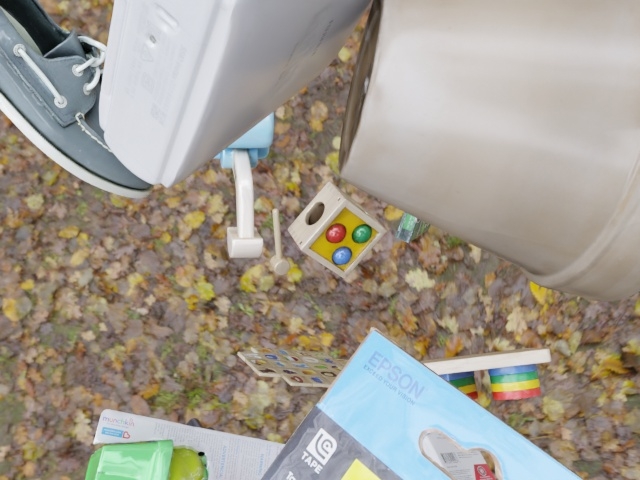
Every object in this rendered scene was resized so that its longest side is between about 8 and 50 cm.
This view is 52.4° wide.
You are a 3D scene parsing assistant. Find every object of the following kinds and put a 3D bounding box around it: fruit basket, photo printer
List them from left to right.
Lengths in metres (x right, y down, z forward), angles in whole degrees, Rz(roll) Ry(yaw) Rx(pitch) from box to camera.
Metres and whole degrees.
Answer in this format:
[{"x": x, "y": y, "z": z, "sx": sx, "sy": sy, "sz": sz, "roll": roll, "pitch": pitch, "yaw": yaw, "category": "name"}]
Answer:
[{"x": -0.227, "y": 0.474, "z": 1.075, "sx": 0.165, "sy": 0.353, "sz": 0.327, "roll": -34, "pitch": 43, "yaw": 47, "category": "fruit basket"}, {"x": -0.046, "y": -0.210, "z": 0.586, "sx": 0.107, "sy": 0.256, "sz": 0.307, "roll": 42, "pitch": 52, "yaw": 2, "category": "photo printer"}]

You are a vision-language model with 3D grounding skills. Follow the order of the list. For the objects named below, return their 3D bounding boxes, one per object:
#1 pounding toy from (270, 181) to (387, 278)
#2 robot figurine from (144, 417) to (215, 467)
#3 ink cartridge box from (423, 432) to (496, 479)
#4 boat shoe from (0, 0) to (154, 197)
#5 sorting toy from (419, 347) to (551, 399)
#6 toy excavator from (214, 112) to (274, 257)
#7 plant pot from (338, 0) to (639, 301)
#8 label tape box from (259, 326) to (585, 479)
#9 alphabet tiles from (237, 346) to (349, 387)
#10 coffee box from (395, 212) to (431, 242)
[{"x": -0.010, "y": 0.000, "z": 1.238, "sx": 0.206, "sy": 0.181, "sz": 0.094, "roll": -49, "pitch": 36, "yaw": 9, "category": "pounding toy"}, {"x": -0.381, "y": 0.615, "z": 1.719, "sx": 0.209, "sy": 0.173, "sz": 0.278, "roll": 38, "pitch": 83, "yaw": 9, "category": "robot figurine"}, {"x": 0.324, "y": 0.572, "z": 1.771, "sx": 0.114, "sy": 0.197, "sz": 0.273, "roll": -51, "pitch": 46, "yaw": 29, "category": "ink cartridge box"}, {"x": -0.259, "y": -0.165, "z": 0.632, "sx": 0.099, "sy": 0.319, "sz": 0.116, "roll": -36, "pitch": 34, "yaw": 12, "category": "boat shoe"}, {"x": 0.307, "y": 0.273, "z": 1.286, "sx": 0.257, "sy": 0.255, "sz": 0.089, "roll": -8, "pitch": 80, "yaw": 8, "category": "sorting toy"}, {"x": -0.211, "y": -0.236, "z": 1.685, "sx": 0.222, "sy": 0.433, "sz": 0.445, "roll": 0, "pitch": 39, "yaw": -13, "category": "toy excavator"}, {"x": 0.173, "y": -0.126, "z": 0.631, "sx": 0.280, "sy": 0.323, "sz": 0.323, "roll": 12, "pitch": 76, "yaw": -5, "category": "plant pot"}, {"x": 0.038, "y": 0.269, "z": 0.439, "sx": 0.240, "sy": 0.106, "sz": 0.334, "roll": 34, "pitch": 83, "yaw": 31, "category": "label tape box"}, {"x": -0.029, "y": 0.329, "z": 1.680, "sx": 0.342, "sy": 0.285, "sz": 0.011, "roll": 10, "pitch": 95, "yaw": -27, "category": "alphabet tiles"}, {"x": 0.249, "y": -0.068, "z": 1.619, "sx": 0.040, "sy": 0.184, "sz": 0.113, "roll": 24, "pitch": 110, "yaw": 19, "category": "coffee box"}]
